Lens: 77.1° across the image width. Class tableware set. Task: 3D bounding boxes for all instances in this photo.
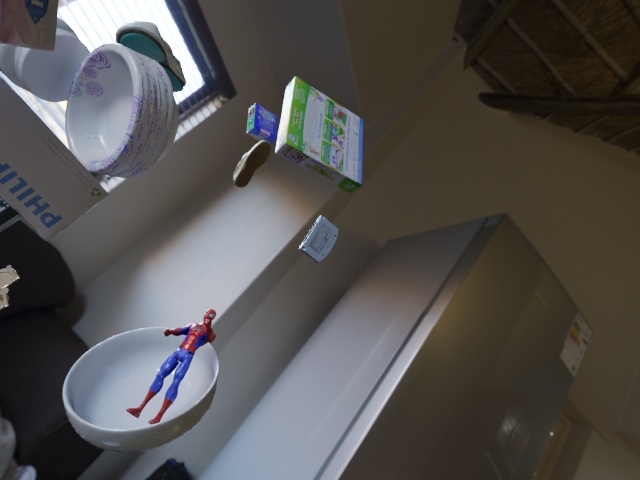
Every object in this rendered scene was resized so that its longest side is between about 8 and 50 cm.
[{"bbox_3d":[-0.717,0.120,0.830,0.141,0.168,0.020,52,-25,38],"label":"tableware set"}]

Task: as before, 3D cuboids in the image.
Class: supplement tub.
[{"bbox_3d":[-0.708,-0.480,0.964,0.272,0.191,0.191,39,-24,11],"label":"supplement tub"}]

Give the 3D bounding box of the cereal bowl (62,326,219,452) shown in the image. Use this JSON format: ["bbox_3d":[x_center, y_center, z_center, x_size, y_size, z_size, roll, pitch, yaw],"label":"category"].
[{"bbox_3d":[-0.416,0.364,0.965,0.338,0.339,0.141,25,-62,33],"label":"cereal bowl"}]

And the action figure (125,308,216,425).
[{"bbox_3d":[-0.321,0.256,0.902,0.091,0.280,0.139,20,-37,12],"label":"action figure"}]

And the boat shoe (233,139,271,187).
[{"bbox_3d":[-0.220,-0.247,1.250,0.063,0.170,0.059,29,17,-44],"label":"boat shoe"}]

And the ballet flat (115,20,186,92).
[{"bbox_3d":[-0.544,-0.618,1.298,0.139,0.139,0.400,41,-2,2],"label":"ballet flat"}]

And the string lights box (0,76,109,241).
[{"bbox_3d":[-0.341,-0.083,0.464,0.259,0.077,0.133,11,-40,53],"label":"string lights box"}]

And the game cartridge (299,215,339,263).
[{"bbox_3d":[0.000,0.000,0.771,0.056,0.083,0.017,39,-26,-15],"label":"game cartridge"}]

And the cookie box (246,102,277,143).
[{"bbox_3d":[-0.192,-0.381,1.321,0.091,0.107,0.040,24,-35,-39],"label":"cookie box"}]

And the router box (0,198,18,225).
[{"bbox_3d":[-0.829,-0.063,1.011,0.243,0.309,0.081,4,-48,57],"label":"router box"}]

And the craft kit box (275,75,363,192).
[{"bbox_3d":[0.008,-0.285,1.088,0.246,0.250,0.061,26,-36,-31],"label":"craft kit box"}]

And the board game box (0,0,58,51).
[{"bbox_3d":[-0.307,-0.325,0.219,0.318,0.318,0.066,17,19,-8],"label":"board game box"}]

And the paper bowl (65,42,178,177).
[{"bbox_3d":[-0.446,-0.286,0.930,0.284,0.284,0.148,28,13,28],"label":"paper bowl"}]
